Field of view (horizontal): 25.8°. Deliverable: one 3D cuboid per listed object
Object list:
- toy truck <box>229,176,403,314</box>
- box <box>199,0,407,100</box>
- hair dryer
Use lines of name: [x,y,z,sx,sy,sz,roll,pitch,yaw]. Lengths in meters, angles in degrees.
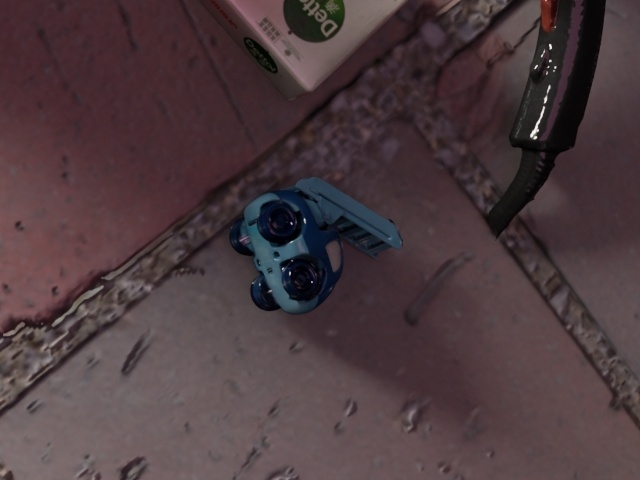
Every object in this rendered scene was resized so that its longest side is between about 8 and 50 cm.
toy truck: [0.000,0.000,0.811,0.090,0.056,0.073,-20,89,-30]
box: [-0.022,-0.156,0.809,0.089,0.043,0.125,-46,102,-13]
hair dryer: [0.120,-0.132,0.827,0.235,0.091,0.271,1,96,-32]
